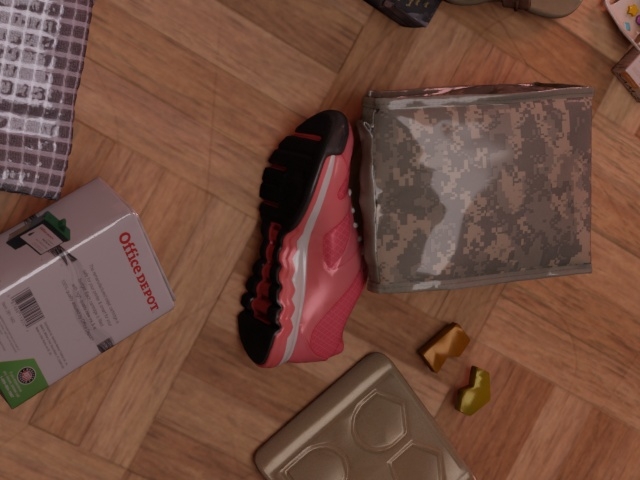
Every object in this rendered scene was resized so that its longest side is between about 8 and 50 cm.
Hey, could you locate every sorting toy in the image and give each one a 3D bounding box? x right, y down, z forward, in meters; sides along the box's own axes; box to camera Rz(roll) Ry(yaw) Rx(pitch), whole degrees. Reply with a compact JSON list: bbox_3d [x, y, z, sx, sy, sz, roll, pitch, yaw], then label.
[{"bbox_3d":[0.398,-0.295,2.045,0.075,0.045,0.083,44,81,-13],"label":"sorting toy"},{"bbox_3d":[0.093,0.256,2.009,0.307,0.041,0.229,-40,105,-12],"label":"sorting toy"}]

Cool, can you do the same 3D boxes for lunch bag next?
[{"bbox_3d":[0.169,-0.066,1.920,0.287,0.169,0.235,-5,100,-25],"label":"lunch bag"}]

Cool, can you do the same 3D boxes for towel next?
[{"bbox_3d":[-0.397,-0.173,1.711,0.284,0.121,0.235,8,94,-22],"label":"towel"}]

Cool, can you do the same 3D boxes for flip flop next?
[{"bbox_3d":[0.240,-0.313,1.912,0.277,0.080,0.112,7,107,-46],"label":"flip flop"}]

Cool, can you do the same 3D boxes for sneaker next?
[{"bbox_3d":[0.000,0.000,1.910,0.136,0.116,0.314,8,102,-32],"label":"sneaker"}]

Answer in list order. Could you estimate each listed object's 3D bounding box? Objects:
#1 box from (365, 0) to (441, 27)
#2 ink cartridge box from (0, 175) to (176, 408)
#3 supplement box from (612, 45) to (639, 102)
[{"bbox_3d":[0.095,-0.442,1.886,0.242,0.076,0.307,32,86,-22],"label":"box"},{"bbox_3d":[-0.289,0.056,1.771,0.219,0.092,0.160,-32,135,-15],"label":"ink cartridge box"},{"bbox_3d":[0.430,-0.230,2.066,0.098,0.036,0.062,-46,111,-9],"label":"supplement box"}]
